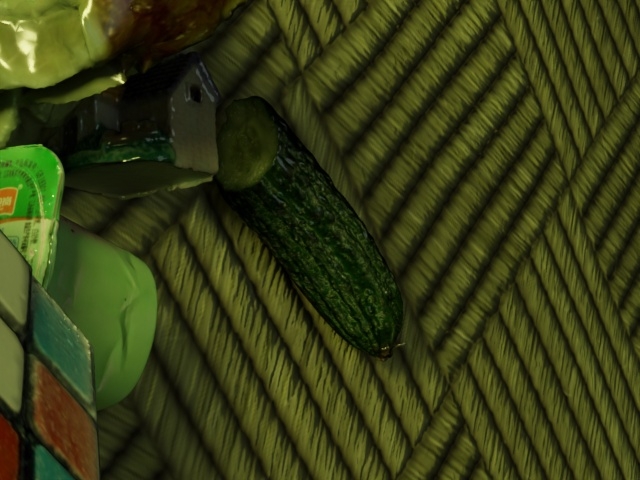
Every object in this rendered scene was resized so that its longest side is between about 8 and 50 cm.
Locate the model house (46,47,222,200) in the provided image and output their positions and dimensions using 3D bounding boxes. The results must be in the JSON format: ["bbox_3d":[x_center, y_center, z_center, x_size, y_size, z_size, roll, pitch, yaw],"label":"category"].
[{"bbox_3d":[-0.126,-0.088,1.082,0.088,0.101,0.100,15,72,-51],"label":"model house"}]

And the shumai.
[{"bbox_3d":[-0.155,-0.196,0.942,0.225,0.222,0.260,-9,76,-60],"label":"shumai"}]

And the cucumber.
[{"bbox_3d":[0.001,0.000,1.272,0.265,0.077,0.077,50,48,-38],"label":"cucumber"}]

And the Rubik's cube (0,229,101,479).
[{"bbox_3d":[-0.258,0.096,0.672,0.253,0.259,0.256,56,13,-34],"label":"Rubik's cube"}]

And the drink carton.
[{"bbox_3d":[-0.179,0.038,0.967,0.142,0.146,0.144,37,56,-56],"label":"drink carton"}]
